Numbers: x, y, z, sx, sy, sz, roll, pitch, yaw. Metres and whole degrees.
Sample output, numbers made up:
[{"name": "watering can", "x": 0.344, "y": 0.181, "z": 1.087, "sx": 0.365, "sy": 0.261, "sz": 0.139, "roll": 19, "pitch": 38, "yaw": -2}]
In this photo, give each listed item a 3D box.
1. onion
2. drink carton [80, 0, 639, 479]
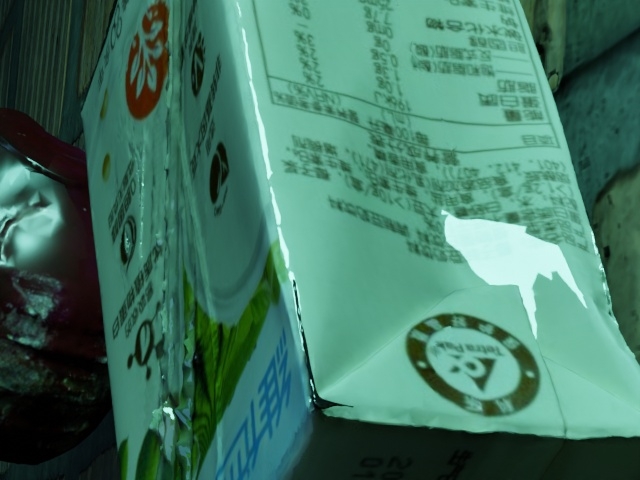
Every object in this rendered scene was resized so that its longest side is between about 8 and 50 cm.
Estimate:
[{"name": "onion", "x": -0.214, "y": 0.032, "z": 1.234, "sx": 0.206, "sy": 0.216, "sz": 0.207, "roll": -60, "pitch": 34, "yaw": 15}, {"name": "drink carton", "x": 0.000, "y": -0.001, "z": 0.661, "sx": 0.194, "sy": 0.132, "sz": 0.324, "roll": 114, "pitch": 154, "yaw": -42}]
